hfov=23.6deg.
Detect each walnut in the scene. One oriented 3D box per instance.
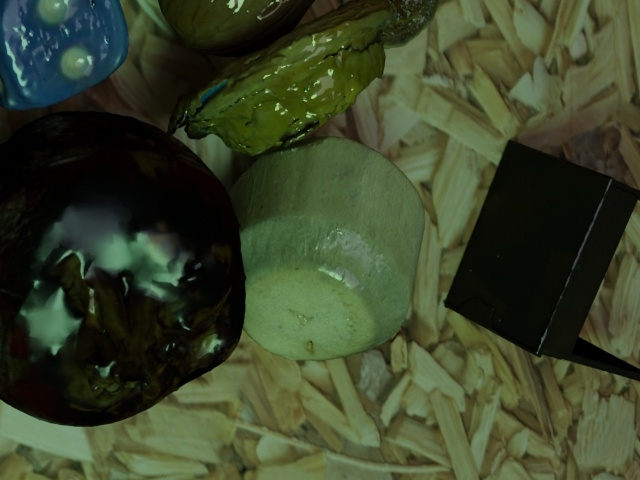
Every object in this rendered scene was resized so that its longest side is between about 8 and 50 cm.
[{"bbox_3d":[-0.081,-0.288,1.644,0.207,0.167,0.167,-49,129,1],"label":"walnut"}]

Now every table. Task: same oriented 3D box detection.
[{"bbox_3d":[0.365,0.036,2.080,0.282,0.196,0.250,18,96,-40],"label":"table"}]

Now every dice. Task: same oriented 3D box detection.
[{"bbox_3d":[-0.287,-0.219,1.529,0.143,0.146,0.146,-29,123,-26],"label":"dice"}]

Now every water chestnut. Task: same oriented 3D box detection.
[{"bbox_3d":[-0.220,0.051,1.568,0.335,0.347,0.335,-15,123,-23],"label":"water chestnut"}]

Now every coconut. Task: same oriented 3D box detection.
[{"bbox_3d":[0.000,0.000,1.779,0.237,0.237,0.265,56,35,-37],"label":"coconut"}]

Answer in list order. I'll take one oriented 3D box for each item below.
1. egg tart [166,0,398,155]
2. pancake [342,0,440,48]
[{"bbox_3d":[-0.032,-0.160,1.665,0.291,0.291,0.107,-29,90,-25],"label":"egg tart"},{"bbox_3d":[0.089,-0.302,1.851,0.152,0.025,0.151,-14,115,-33],"label":"pancake"}]
